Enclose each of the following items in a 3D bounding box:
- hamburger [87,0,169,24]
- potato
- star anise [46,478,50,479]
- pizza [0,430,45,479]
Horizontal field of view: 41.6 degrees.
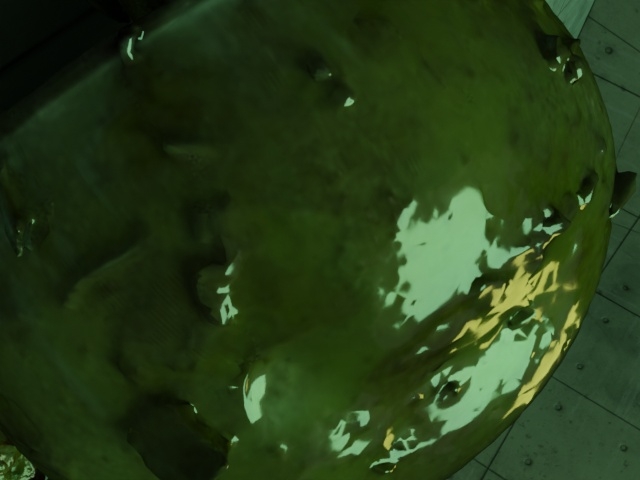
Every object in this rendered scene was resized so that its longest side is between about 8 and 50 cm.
[{"bbox_3d":[-0.084,-0.201,0.516,0.159,0.131,0.184,-31,153,-29],"label":"hamburger"},{"bbox_3d":[0.005,0.024,0.565,0.442,0.319,0.385,-33,179,1],"label":"potato"},{"bbox_3d":[-0.178,0.240,0.861,0.316,0.139,0.359,-47,-167,7],"label":"star anise"},{"bbox_3d":[-0.300,0.218,0.788,0.134,0.046,0.175,-52,164,-21],"label":"pizza"}]
